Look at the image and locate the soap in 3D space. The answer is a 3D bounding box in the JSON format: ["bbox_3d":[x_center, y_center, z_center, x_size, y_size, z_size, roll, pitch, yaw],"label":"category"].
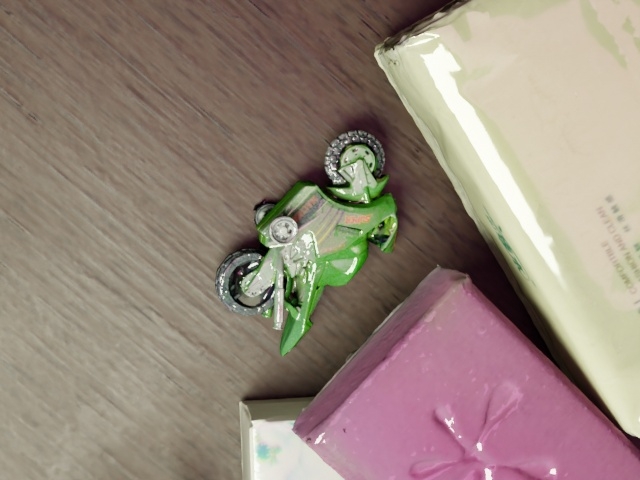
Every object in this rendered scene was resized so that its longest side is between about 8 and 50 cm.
[{"bbox_3d":[0.130,0.172,1.324,0.181,0.081,0.259,-46,102,-5],"label":"soap"}]

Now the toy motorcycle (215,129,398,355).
[{"bbox_3d":[0.000,0.000,1.415,0.106,0.074,0.190,42,90,-18],"label":"toy motorcycle"}]

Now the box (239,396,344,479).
[{"bbox_3d":[0.040,0.269,1.417,0.203,0.116,0.274,-2,96,-8],"label":"box"}]

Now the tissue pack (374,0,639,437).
[{"bbox_3d":[0.262,-0.075,1.363,0.297,0.207,0.380,-34,99,-3],"label":"tissue pack"}]
